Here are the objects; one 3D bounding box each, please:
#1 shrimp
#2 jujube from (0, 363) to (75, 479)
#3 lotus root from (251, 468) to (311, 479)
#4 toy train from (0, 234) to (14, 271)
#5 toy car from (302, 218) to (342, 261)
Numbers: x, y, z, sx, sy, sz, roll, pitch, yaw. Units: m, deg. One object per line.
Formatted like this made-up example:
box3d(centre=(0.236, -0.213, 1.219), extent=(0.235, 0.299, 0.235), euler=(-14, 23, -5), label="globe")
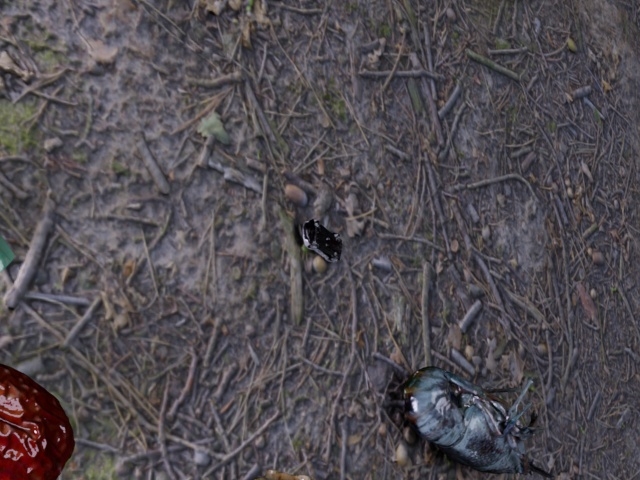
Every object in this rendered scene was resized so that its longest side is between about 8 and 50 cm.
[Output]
box3d(centre=(0.275, 0.288, 1.849), extent=(0.372, 0.172, 0.137), euler=(22, 58, -39), label="shrimp")
box3d(centre=(-0.325, 0.181, 1.172), extent=(0.176, 0.109, 0.112), euler=(46, 14, -31), label="jujube")
box3d(centre=(-0.052, 0.420, 1.422), extent=(0.146, 0.160, 0.284), euler=(87, 10, -74), label="lotus root")
box3d(centre=(-0.367, -0.004, 1.189), extent=(0.122, 0.081, 0.050), euler=(60, 35, -23), label="toy train")
box3d(centre=(0.000, 0.000, 1.693), extent=(0.093, 0.025, 0.041), euler=(33, 55, -46), label="toy car")
